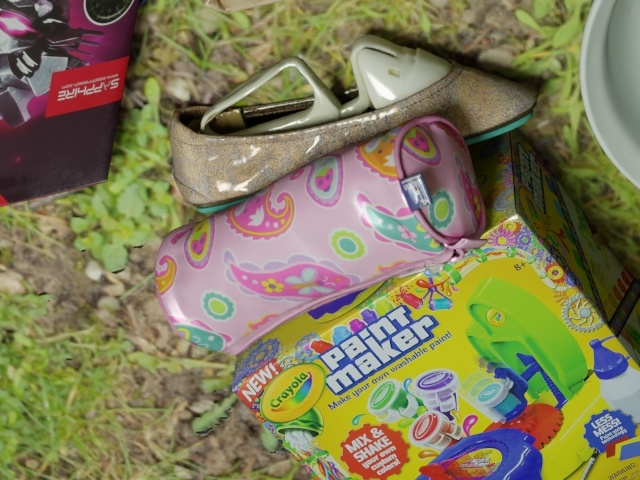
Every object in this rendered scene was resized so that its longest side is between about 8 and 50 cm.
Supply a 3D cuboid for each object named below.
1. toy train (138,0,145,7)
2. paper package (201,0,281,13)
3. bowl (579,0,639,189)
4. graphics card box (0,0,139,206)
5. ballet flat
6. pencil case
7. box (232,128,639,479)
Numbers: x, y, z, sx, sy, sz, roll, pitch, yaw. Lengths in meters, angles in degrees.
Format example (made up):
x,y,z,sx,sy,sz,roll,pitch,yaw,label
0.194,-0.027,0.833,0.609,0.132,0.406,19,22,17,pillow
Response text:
x,y,z,sx,sy,sz,roll,pitch,yaw,label
-0.114,-0.242,1.608,0.036,0.027,0.158,35,116,-28,toy train
0.057,-0.322,1.379,0.309,0.325,0.168,-13,118,11,paper package
0.348,-0.170,1.564,0.298,0.134,0.298,1,121,2,bowl
-0.250,-0.195,1.531,0.233,0.094,0.371,-15,130,-41,graphics card box
0.018,-0.108,1.638,0.316,0.107,0.106,-16,109,10,ballet flat
0.000,0.000,1.586,0.284,0.124,0.124,-23,118,34,pencil case
0.125,0.105,1.712,0.290,0.177,0.279,-33,112,20,box
